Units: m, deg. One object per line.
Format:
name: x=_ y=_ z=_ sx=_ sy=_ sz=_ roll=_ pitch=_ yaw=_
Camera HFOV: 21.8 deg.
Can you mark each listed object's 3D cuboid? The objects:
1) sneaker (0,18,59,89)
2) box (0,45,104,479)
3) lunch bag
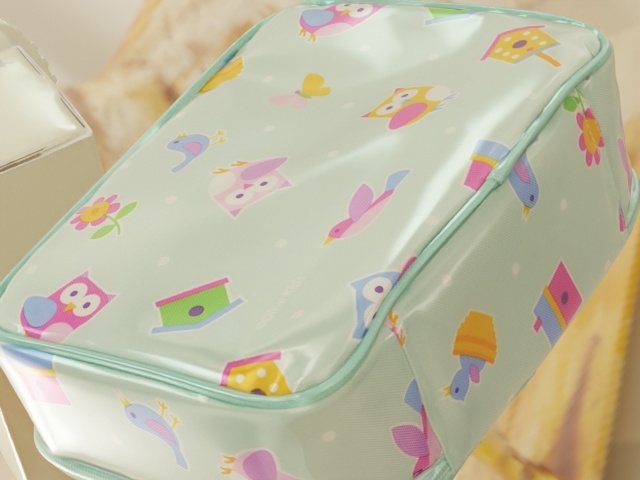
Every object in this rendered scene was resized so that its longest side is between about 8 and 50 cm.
sneaker: x=-0.283 y=-0.111 z=1.423 sx=0.095 sy=0.090 sz=0.235 roll=-46 pitch=-24 yaw=-21
box: x=-0.210 y=0.033 z=1.206 sx=0.121 sy=0.311 sz=0.148 roll=-25 pitch=40 yaw=-17
lunch bag: x=0.000 y=0.000 z=0.737 sx=0.224 sy=0.108 sz=0.279 roll=7 pitch=41 yaw=37
